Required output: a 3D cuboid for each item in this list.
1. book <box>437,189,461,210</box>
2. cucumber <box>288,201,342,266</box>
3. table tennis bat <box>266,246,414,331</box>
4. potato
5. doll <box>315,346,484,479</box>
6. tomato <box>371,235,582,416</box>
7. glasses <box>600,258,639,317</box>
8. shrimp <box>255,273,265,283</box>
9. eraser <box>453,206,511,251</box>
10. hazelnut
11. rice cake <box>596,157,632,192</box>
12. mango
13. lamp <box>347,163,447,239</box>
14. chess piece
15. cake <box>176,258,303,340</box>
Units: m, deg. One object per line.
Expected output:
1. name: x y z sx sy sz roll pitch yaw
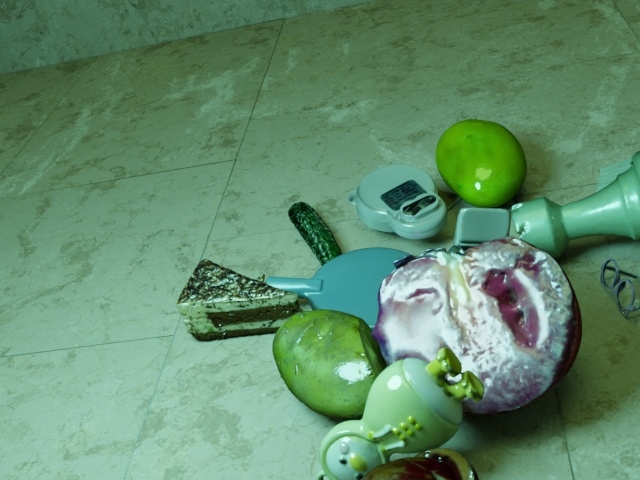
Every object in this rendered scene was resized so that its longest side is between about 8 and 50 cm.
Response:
1. book: 0.222 -0.067 1.906 0.118 0.012 0.172 16 43 39
2. cucumber: 0.000 0.000 1.848 0.067 0.067 0.293 -21 33 -9
3. table tennis bat: 0.055 0.093 1.662 0.329 0.044 0.215 -1 46 11
4. potato: 0.029 0.209 1.427 0.176 0.141 0.298 -49 36 -9
5. doll: 0.104 0.277 1.248 0.296 0.141 0.117 -45 11 11
6. tomato: 0.260 0.161 1.385 0.335 0.176 0.290 -15 60 18
7. glasses: 0.572 0.082 1.511 0.103 0.062 0.140 4 30 -11
8. shrimp: -0.121 0.113 1.758 0.083 0.023 0.114 5 42 24
9. eraser: 0.284 0.002 1.516 0.089 0.061 0.352 2 -9 7
10. hazelnut: 0.122 0.360 1.136 0.170 0.160 0.202 6 43 31
11. rice cake: 0.670 -0.140 1.731 0.211 0.038 0.124 -22 24 37
12. mango: 0.364 -0.169 1.880 0.185 0.149 0.273 -13 37 -11
13. lamp: 0.177 -0.072 1.819 0.179 0.108 0.246 -30 40 -13
14. chess piece: 0.523 -0.047 1.608 0.299 0.194 0.194 -16 30 18
15. cake: -0.162 0.144 1.647 0.246 0.112 0.135 19 56 31
